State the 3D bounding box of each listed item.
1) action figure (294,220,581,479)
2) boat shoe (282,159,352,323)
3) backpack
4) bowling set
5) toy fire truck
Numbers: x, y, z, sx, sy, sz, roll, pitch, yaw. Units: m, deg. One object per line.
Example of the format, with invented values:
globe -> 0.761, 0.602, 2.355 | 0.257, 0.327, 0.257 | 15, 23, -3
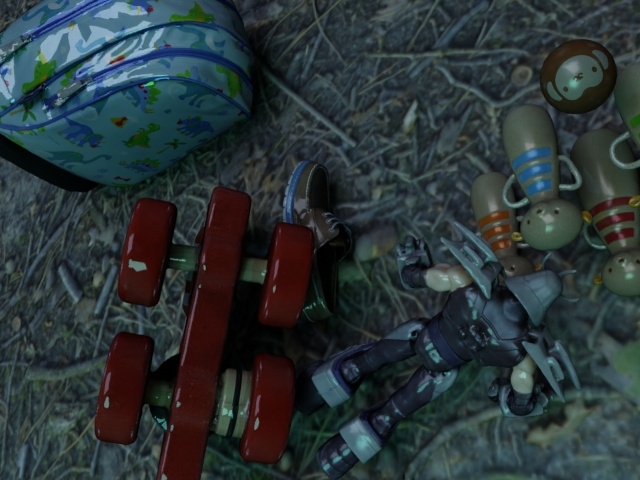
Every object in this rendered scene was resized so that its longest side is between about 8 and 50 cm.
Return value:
action figure -> 0.097, 0.094, 0.637 | 0.285, 0.099, 0.185 | -38, 78, 30
boat shoe -> 0.000, 0.000, 0.804 | 0.066, 0.066, 0.183 | -3, 79, 30
backpack -> -0.256, -0.209, 0.959 | 0.355, 0.290, 0.273 | -36, 62, 9
bowling set -> 0.217, -0.045, 0.582 | 0.287, 0.200, 0.154 | -22, 60, 31
toy fire truck -> -0.118, 0.096, 0.754 | 0.254, 0.169, 0.302 | 143, 136, -78
